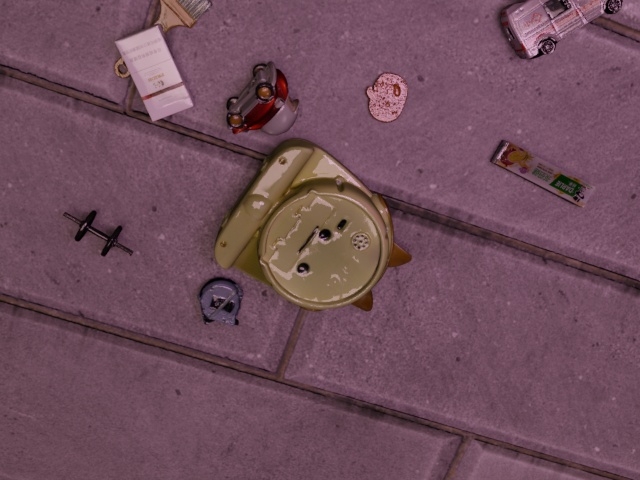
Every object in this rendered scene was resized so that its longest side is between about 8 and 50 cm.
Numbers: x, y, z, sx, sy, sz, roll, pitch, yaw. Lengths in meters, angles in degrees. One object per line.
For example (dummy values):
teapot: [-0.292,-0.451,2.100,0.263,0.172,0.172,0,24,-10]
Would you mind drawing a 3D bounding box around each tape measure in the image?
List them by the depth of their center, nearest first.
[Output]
tape measure: [-0.202,0.122,1.375,0.091,0.054,0.094,5,110,-10]

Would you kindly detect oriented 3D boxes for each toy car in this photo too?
toy car: [0.427,-0.410,1.210,0.210,0.089,0.108,-31,101,11]
toy car: [-0.098,-0.239,1.244,0.112,0.112,0.139,35,114,-29]

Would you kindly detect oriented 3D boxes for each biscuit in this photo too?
biscuit: [0.122,-0.268,1.281,0.078,0.015,0.091,19,106,-6]

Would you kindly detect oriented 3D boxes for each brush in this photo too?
brush: [-0.295,-0.377,1.232,0.218,0.010,0.082,-43,105,11]

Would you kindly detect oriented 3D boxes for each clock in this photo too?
clock: [0.000,0.000,1.310,0.348,0.117,0.286,33,104,-12]

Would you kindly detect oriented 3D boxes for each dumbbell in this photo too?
dumbbell: [-0.425,-0.013,1.314,0.147,0.069,0.069,32,104,-12]

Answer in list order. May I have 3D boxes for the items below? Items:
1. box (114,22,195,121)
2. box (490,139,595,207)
box: [-0.296,-0.301,1.235,0.084,0.040,0.154,-21,115,2]
box: [0.429,-0.128,1.325,0.207,0.041,0.049,25,102,-10]
